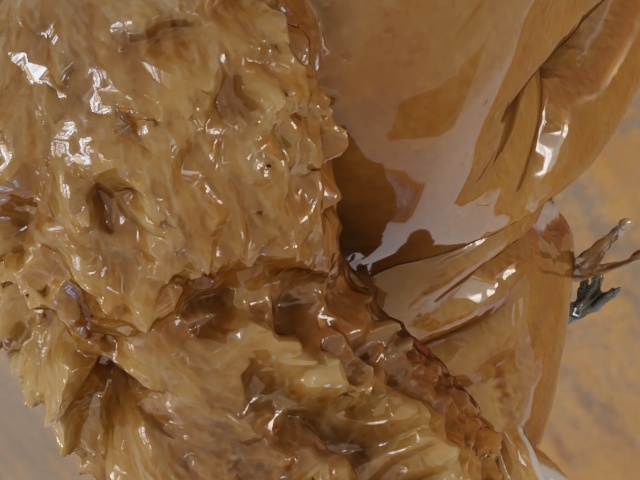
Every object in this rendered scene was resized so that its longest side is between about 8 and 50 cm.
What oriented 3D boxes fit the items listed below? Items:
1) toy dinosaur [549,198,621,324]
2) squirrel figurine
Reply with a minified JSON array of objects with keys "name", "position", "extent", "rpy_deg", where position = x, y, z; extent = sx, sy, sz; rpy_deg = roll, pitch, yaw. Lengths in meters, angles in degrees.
[{"name":"toy dinosaur","position":[0.131,0.029,1.147],"extent":[0.064,0.118,0.268],"rpy_deg":[15,135,58]},{"name":"squirrel figurine","position":[0.000,0.000,0.714],"extent":[0.281,0.397,0.370],"rpy_deg":[12,133,24]}]
